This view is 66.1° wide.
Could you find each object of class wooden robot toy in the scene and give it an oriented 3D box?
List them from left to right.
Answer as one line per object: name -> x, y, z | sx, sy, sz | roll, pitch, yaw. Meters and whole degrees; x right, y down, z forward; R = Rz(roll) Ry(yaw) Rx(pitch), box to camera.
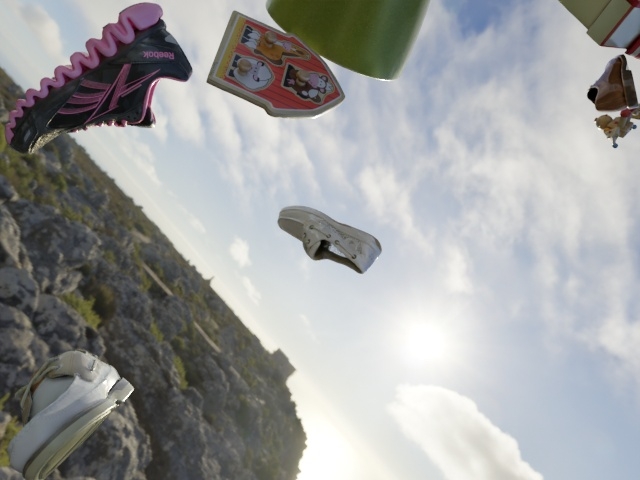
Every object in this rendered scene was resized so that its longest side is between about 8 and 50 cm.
wooden robot toy -> 0.676, -0.280, 1.130 | 0.079, 0.173, 0.076 | 30, -33, 40

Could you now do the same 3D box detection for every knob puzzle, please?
knob puzzle -> -0.049, -0.248, 0.707 | 0.213, 0.213, 0.030 | 47, -41, 8

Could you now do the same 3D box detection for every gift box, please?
gift box -> 0.633, -0.511, 0.912 | 0.255, 0.276, 0.258 | 110, -34, -52

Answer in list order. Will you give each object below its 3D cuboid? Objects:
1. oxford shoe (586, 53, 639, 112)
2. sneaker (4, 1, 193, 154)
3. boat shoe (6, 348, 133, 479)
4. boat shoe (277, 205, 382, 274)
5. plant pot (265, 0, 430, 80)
oxford shoe -> 0.539, -0.293, 0.919 | 0.076, 0.212, 0.076 | -13, -67, 34
sneaker -> -0.126, -0.082, 0.288 | 0.057, 0.119, 0.047 | 51, 6, -28
boat shoe -> -0.318, 0.201, 0.607 | 0.103, 0.113, 0.302 | 46, -16, -4
boat shoe -> 0.000, 0.000, 1.135 | 0.277, 0.096, 0.098 | 20, -30, 28
plant pot -> 0.089, -0.469, 0.808 | 0.275, 0.274, 0.293 | 45, -53, 19
